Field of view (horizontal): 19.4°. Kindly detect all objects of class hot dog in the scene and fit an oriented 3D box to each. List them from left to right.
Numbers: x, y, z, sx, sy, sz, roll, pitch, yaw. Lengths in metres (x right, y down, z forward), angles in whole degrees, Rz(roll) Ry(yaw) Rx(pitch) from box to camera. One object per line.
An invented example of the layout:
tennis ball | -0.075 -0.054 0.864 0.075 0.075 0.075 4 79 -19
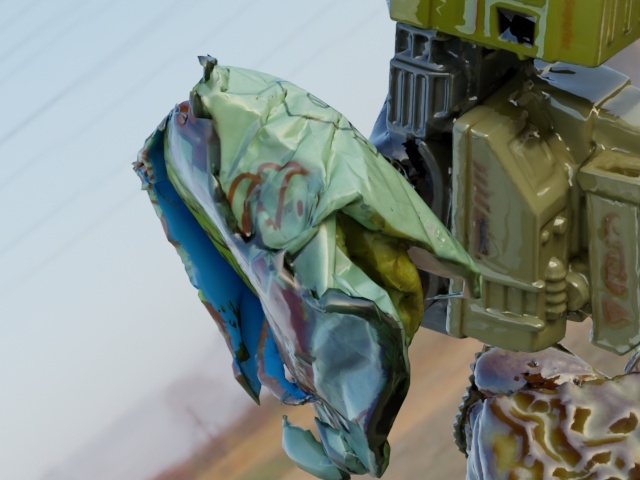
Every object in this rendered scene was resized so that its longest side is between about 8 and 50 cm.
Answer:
hot dog | 0.241 0.204 1.743 0.162 0.270 0.082 -60 -12 27

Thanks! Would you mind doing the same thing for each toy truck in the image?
toy truck | 0.156 -0.104 1.406 0.181 0.254 0.405 -36 -44 -47

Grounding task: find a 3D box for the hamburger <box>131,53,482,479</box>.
hamburger | 0.006 0.004 1.170 0.150 0.276 0.260 -26 -21 -16

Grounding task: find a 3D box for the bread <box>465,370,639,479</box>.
bread | 0.195 0.177 1.345 0.181 0.096 0.222 -7 -29 -3

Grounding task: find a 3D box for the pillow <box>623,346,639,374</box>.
pillow | 0.365 0.160 1.910 0.130 0.038 0.232 -45 -42 -20
